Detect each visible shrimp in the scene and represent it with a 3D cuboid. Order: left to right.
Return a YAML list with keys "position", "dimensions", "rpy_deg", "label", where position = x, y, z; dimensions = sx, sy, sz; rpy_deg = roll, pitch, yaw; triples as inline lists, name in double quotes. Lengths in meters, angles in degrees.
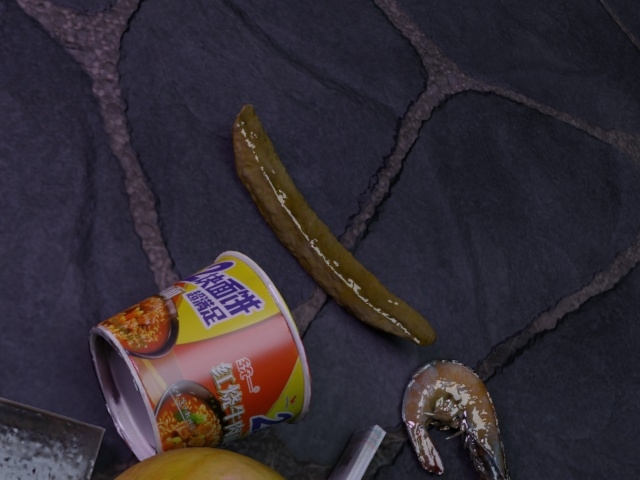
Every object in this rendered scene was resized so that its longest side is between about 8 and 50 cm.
- position: [0.192, 0.284, 1.122]
  dimensions: [0.143, 0.052, 0.251]
  rpy_deg: [-12, 68, -25]
  label: "shrimp"

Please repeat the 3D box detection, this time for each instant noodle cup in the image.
- position: [-0.137, 0.138, 0.887]
  dimensions: [0.174, 0.213, 0.213]
  rpy_deg: [-22, 82, -29]
  label: "instant noodle cup"

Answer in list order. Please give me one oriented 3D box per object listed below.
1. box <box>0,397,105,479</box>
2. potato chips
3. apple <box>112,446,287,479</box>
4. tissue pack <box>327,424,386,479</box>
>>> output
- position: [-0.333, 0.311, 0.768]
  dimensions: [0.180, 0.047, 0.325]
  rpy_deg: [23, 58, -23]
  label: "box"
- position: [0.000, 0.000, 1.108]
  dimensions: [0.407, 0.080, 0.057]
  rpy_deg: [50, 35, -1]
  label: "potato chips"
- position: [-0.107, 0.331, 0.735]
  dimensions: [0.286, 0.286, 0.233]
  rpy_deg: [45, 45, -7]
  label: "apple"
- position: [0.038, 0.279, 1.016]
  dimensions: [0.023, 0.056, 0.108]
  rpy_deg: [41, 52, -9]
  label: "tissue pack"
